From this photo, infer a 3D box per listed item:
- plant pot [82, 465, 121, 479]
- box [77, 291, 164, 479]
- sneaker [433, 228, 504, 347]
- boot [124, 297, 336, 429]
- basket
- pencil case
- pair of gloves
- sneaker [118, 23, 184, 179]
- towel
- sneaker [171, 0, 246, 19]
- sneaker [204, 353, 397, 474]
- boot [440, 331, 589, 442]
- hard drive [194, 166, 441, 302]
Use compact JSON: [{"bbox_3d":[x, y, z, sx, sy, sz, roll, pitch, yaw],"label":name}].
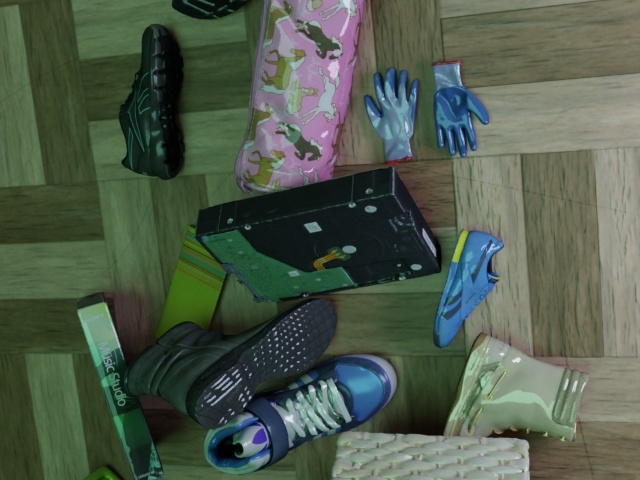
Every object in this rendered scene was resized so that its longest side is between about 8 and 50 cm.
[{"bbox_3d":[-0.449,0.612,1.850,0.228,0.227,0.207,45,119,5],"label":"plant pot"},{"bbox_3d":[-0.362,0.257,1.739,0.058,0.232,0.322,-20,97,-13],"label":"box"},{"bbox_3d":[0.239,0.087,1.570,0.082,0.069,0.209,18,107,11],"label":"sneaker"},{"bbox_3d":[-0.153,0.172,1.639,0.222,0.338,0.118,15,123,44],"label":"boot"},{"bbox_3d":[0.160,0.491,1.490,0.331,0.328,0.266,0,128,12],"label":"basket"},{"bbox_3d":[-0.036,-0.254,1.545,0.167,0.160,0.386,14,107,18],"label":"pencil case"},{"bbox_3d":[0.170,-0.205,1.556,0.198,0.023,0.159,-6,101,21],"label":"pair of gloves"},{"bbox_3d":[-0.301,-0.238,1.673,0.106,0.101,0.267,7,103,20],"label":"sneaker"},{"bbox_3d":[-0.229,0.095,1.765,0.102,0.021,0.237,27,110,18],"label":"towel"},{"bbox_3d":[-0.143,-0.478,1.571,0.300,0.111,0.121,-39,48,34],"label":"sneaker"},{"bbox_3d":[-0.043,0.306,1.625,0.322,0.236,0.130,-20,94,22],"label":"sneaker"},{"bbox_3d":[0.312,0.300,1.581,0.203,0.095,0.262,19,105,13],"label":"boot"},{"bbox_3d":[0.000,0.000,1.563,0.338,0.237,0.064,-13,53,21],"label":"hard drive"}]
